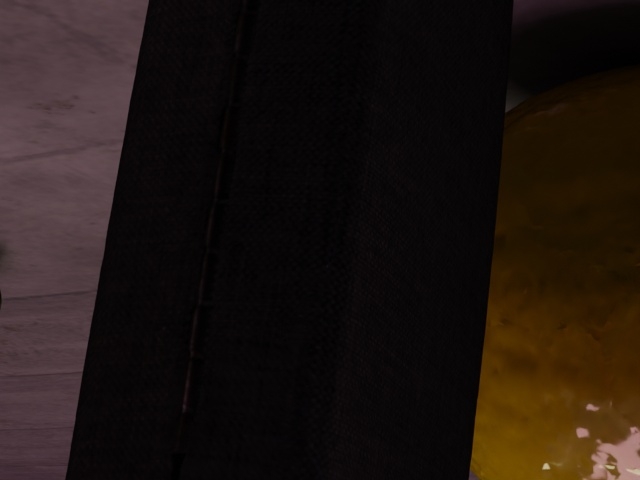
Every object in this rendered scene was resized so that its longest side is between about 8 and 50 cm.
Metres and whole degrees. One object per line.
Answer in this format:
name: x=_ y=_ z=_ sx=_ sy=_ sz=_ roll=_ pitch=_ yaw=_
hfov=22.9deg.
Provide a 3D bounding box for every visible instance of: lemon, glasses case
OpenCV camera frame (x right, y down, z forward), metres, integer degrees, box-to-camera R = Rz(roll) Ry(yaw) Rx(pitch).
lemon: x=0.172 y=0.037 z=0.699 sx=0.263 sy=0.236 sz=0.236 roll=-6 pitch=171 yaw=-34
glasses case: x=0.000 y=0.000 z=0.445 sx=0.074 sy=0.323 sz=0.131 roll=-1 pitch=160 yaw=24
